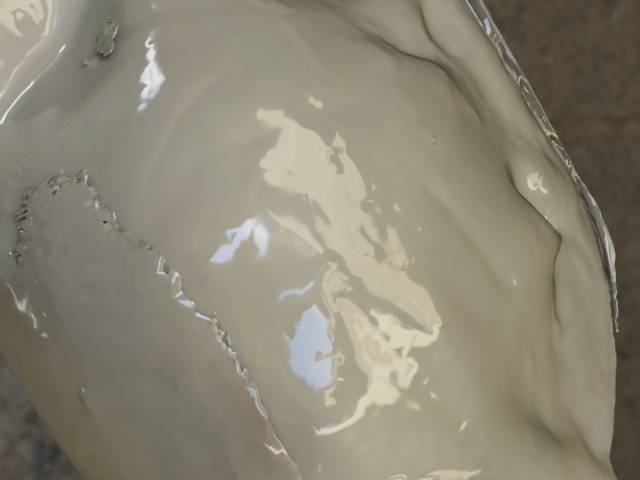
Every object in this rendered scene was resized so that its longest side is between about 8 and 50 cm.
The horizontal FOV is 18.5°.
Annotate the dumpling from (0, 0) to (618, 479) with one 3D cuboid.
[{"bbox_3d":[0.002,0.003,0.764,0.341,0.260,0.181,44,153,16],"label":"dumpling"}]
